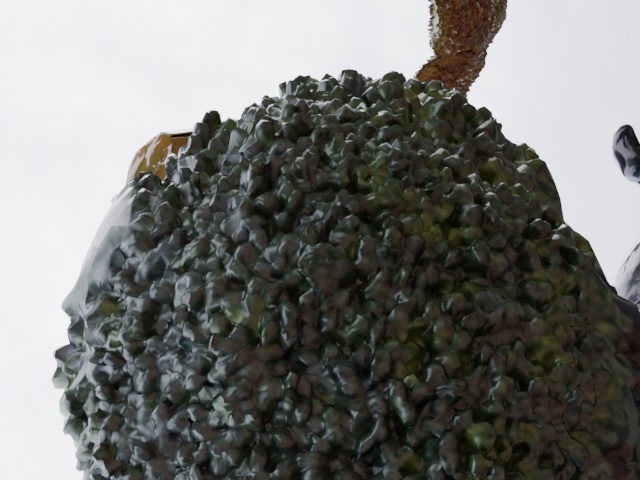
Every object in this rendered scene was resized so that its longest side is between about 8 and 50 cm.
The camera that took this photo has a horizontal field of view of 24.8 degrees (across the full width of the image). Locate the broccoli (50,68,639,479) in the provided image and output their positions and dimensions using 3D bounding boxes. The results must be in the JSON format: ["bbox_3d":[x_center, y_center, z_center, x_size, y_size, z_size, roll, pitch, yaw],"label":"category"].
[{"bbox_3d":[0.013,0.057,0.484,0.176,0.198,0.226,-55,-55,-82],"label":"broccoli"}]

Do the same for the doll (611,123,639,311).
[{"bbox_3d":[0.213,0.043,0.697,0.141,0.177,0.314,107,177,-49],"label":"doll"}]

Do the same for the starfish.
[{"bbox_3d":[0.104,-0.152,1.074,0.240,0.043,0.227,-55,-20,-46],"label":"starfish"}]

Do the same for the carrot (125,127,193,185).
[{"bbox_3d":[0.000,0.000,0.875,0.260,0.070,0.070,22,-119,-39],"label":"carrot"}]
